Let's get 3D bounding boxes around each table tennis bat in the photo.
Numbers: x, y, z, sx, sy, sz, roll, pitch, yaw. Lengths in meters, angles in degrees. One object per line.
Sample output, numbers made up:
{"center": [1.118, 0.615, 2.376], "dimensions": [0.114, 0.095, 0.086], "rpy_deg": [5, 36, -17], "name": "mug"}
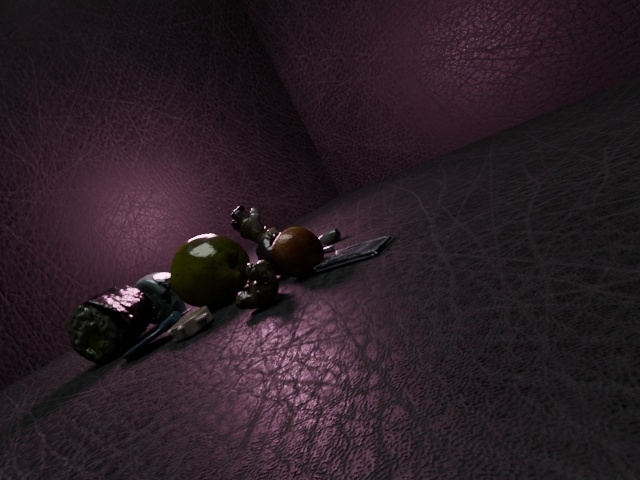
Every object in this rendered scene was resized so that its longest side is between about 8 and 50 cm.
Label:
{"center": [-0.671, 0.381, 1.649], "dimensions": [0.329, 0.044, 0.215], "rpy_deg": [-36, 2, 26], "name": "table tennis bat"}

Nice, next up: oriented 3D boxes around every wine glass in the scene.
{"center": [0.000, 0.000, 1.907], "dimensions": [0.198, 0.066, 0.066], "rpy_deg": [-24, 9, 28], "name": "wine glass"}

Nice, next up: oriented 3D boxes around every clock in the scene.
{"center": [-0.480, 0.314, 1.531], "dimensions": [0.229, 0.063, 0.156], "rpy_deg": [-26, 10, 43], "name": "clock"}

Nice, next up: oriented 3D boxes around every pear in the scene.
{"center": [-0.501, 0.130, 1.855], "dimensions": [0.414, 0.351, 0.352], "rpy_deg": [-8, 19, 41], "name": "pear"}

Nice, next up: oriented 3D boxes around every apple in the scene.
{"center": [-0.079, 0.036, 1.492], "dimensions": [0.160, 0.173, 0.195], "rpy_deg": [-43, -6, 29], "name": "apple"}

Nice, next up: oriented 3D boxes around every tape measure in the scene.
{"center": [-0.831, 0.294, 2.099], "dimensions": [0.275, 0.256, 0.147], "rpy_deg": [-18, 7, 27], "name": "tape measure"}

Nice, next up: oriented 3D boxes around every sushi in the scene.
{"center": [-0.971, 0.376, 1.919], "dimensions": [0.299, 0.281, 0.294], "rpy_deg": [-47, -1, 16], "name": "sushi"}

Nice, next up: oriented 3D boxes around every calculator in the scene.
{"center": [0.111, 0.045, 1.400], "dimensions": [0.274, 0.028, 0.166], "rpy_deg": [-19, 9, 38], "name": "calculator"}

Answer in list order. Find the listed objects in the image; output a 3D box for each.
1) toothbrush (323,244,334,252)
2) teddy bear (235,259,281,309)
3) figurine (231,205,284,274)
{"center": [-0.047, 0.062, 1.819], "dimensions": [0.030, 0.025, 0.342], "rpy_deg": [-31, 8, -36], "name": "toothbrush"}
{"center": [-0.196, 0.153, 1.386], "dimensions": [0.140, 0.177, 0.190], "rpy_deg": [17, 8, -4], "name": "teddy bear"}
{"center": [-0.216, -0.005, 1.754], "dimensions": [0.206, 0.365, 0.218], "rpy_deg": [-15, -38, -41], "name": "figurine"}
